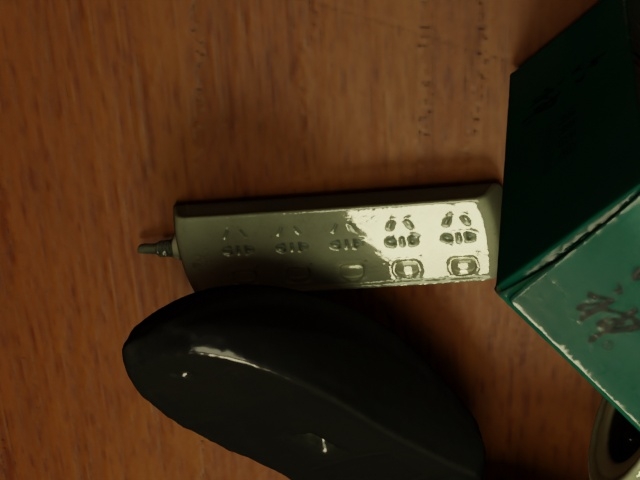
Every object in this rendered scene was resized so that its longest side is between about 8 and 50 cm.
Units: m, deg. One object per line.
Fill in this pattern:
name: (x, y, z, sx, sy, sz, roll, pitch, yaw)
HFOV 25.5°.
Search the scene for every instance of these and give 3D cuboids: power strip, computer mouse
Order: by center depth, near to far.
power strip: (0.000, 0.000, 0.899, 0.252, 0.027, 0.060, -4, 121, 14)
computer mouse: (-0.006, 0.092, 0.915, 0.137, 0.086, 0.269, -21, 137, 41)

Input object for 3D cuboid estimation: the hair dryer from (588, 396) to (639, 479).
hair dryer: (0.235, 0.240, 0.838, 0.203, 0.362, 0.128, 24, 166, -5)

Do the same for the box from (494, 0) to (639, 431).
box: (0.175, -0.013, 0.727, 0.092, 0.245, 0.153, -38, 109, 26)
